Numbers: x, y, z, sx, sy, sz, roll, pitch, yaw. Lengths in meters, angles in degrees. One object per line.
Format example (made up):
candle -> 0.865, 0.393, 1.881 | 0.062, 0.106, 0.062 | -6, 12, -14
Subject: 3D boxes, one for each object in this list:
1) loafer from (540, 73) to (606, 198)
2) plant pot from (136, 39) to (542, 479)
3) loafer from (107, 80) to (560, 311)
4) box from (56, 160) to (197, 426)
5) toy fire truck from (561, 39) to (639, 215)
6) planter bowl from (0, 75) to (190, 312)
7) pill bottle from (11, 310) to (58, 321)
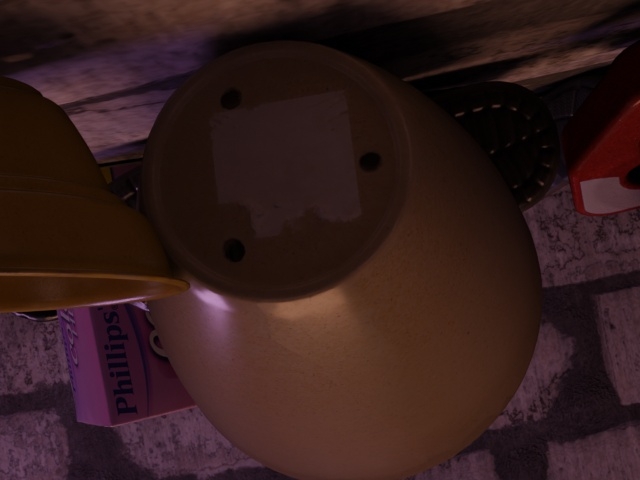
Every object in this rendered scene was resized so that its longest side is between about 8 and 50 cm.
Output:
loafer -> 0.221, -0.091, 1.102 | 0.095, 0.109, 0.302 | -16, 178, -27
plant pot -> 0.000, 0.000, 0.644 | 0.256, 0.256, 0.274 | -12, 163, 6
loafer -> 0.000, -0.031, 0.884 | 0.366, 0.134, 0.130 | -12, -170, 7
box -> -0.108, 0.033, 1.016 | 0.243, 0.213, 0.117 | -10, 179, -26
toy fire truck -> 0.304, -0.099, 0.721 | 0.302, 0.169, 0.254 | -12, 155, 11
planter bowl -> -0.165, -0.019, 0.478 | 0.217, 0.090, 0.217 | -3, 173, 0
pill bottle -> -0.301, 0.029, 1.315 | 0.123, 0.123, 0.219 | -11, 179, -1
